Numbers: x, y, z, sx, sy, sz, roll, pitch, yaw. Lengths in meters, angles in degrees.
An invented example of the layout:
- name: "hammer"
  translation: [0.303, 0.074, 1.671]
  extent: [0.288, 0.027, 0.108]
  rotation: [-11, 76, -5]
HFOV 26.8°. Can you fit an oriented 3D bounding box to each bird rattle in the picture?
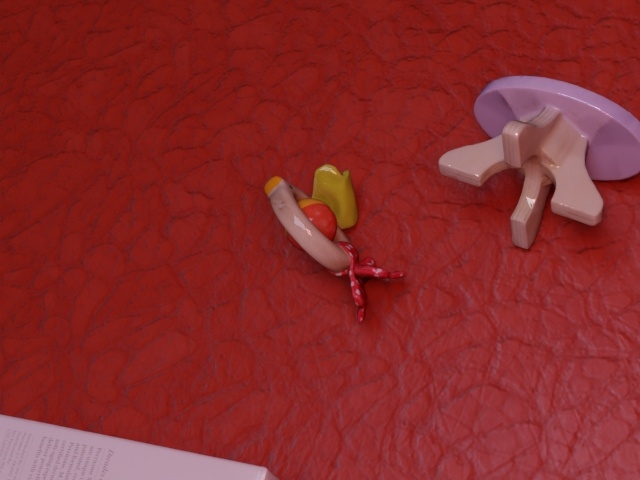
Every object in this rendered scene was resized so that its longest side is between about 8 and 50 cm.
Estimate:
- name: "bird rattle"
  translation: [0.000, 0.000, 2.040]
  extent: [0.143, 0.207, 0.253]
  rotation: [-38, 48, 20]

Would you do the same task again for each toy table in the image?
- name: "toy table"
  translation: [0.323, -0.122, 1.963]
  extent: [0.274, 0.252, 0.161]
  rotation: [12, 54, 36]

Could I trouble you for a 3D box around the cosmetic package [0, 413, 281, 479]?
- name: "cosmetic package"
  translation: [-0.262, 0.387, 1.919]
  extent: [0.453, 0.230, 0.161]
  rotation: [8, 68, 22]
